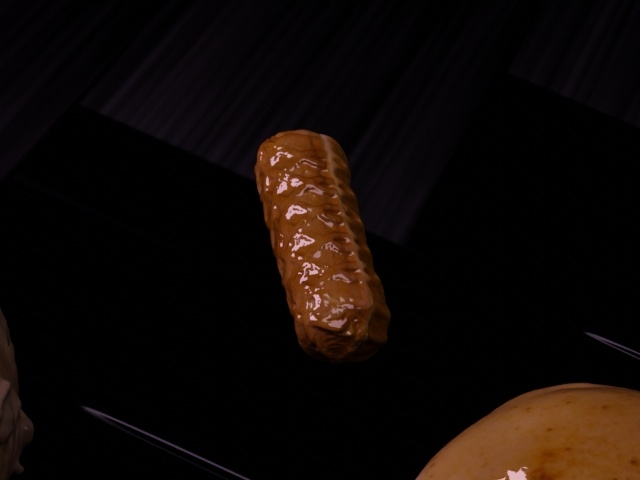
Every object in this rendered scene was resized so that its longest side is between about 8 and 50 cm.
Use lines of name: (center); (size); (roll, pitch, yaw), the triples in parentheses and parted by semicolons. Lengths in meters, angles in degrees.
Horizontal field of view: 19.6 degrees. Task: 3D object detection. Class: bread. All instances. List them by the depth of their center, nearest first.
bread: (0.000, 0.000, 0.964); (0.052, 0.044, 0.157); (7, 42, -22)

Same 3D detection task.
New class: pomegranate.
pomegranate: (0.125, 0.144, 0.749); (0.196, 0.196, 0.196); (10, 41, -9)

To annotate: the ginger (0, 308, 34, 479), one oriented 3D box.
ginger: (-0.236, 0.000, 0.785); (0.256, 0.176, 0.375); (1, 41, 4)
